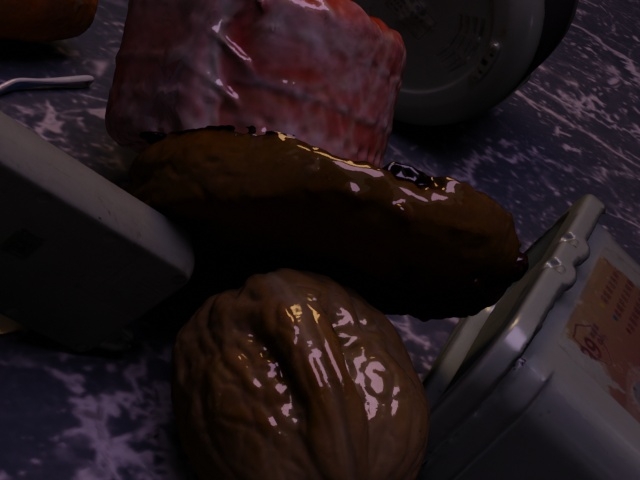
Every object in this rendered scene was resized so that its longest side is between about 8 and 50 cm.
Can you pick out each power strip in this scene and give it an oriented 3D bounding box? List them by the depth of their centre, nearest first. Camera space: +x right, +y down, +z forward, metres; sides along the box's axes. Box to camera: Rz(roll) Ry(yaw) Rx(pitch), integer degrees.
[{"bbox_3d":[-0.197,-0.014,0.708,0.270,0.118,0.046,35,31,-39],"label":"power strip"}]

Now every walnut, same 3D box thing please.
[{"bbox_3d":[-0.013,0.106,0.727,0.155,0.155,0.184,2,43,-37],"label":"walnut"}]

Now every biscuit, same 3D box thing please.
[{"bbox_3d":[-0.001,0.002,0.826,0.295,0.296,0.075,18,75,-17],"label":"biscuit"}]

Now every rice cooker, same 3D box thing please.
[{"bbox_3d":[0.146,-0.285,1.320,0.288,0.288,0.277,34,30,8],"label":"rice cooker"}]

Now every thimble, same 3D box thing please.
[{"bbox_3d":[-0.051,-0.127,0.937,0.239,0.162,0.239,16,-1,0],"label":"thimble"}]

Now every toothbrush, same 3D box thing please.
[{"bbox_3d":[-0.263,-0.135,1.012,0.162,0.014,0.017,-12,69,-49],"label":"toothbrush"}]

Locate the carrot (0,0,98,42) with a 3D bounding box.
[{"bbox_3d":[-0.306,-0.248,1.029,0.225,0.159,0.159,15,32,-40],"label":"carrot"}]

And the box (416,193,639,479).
[{"bbox_3d":[0.192,0.117,0.873,0.182,0.175,0.312,41,32,2],"label":"box"}]
